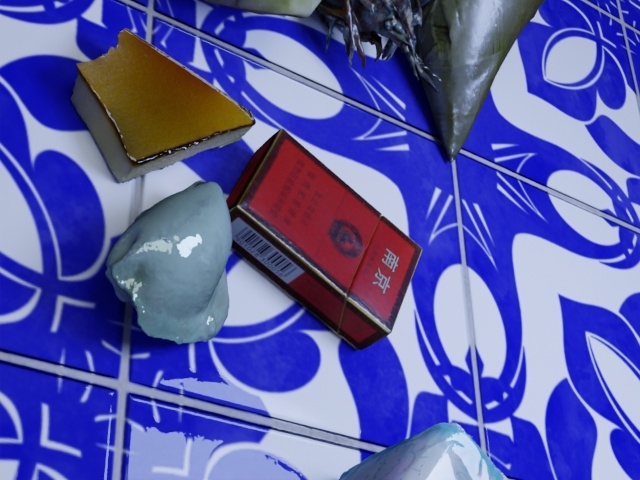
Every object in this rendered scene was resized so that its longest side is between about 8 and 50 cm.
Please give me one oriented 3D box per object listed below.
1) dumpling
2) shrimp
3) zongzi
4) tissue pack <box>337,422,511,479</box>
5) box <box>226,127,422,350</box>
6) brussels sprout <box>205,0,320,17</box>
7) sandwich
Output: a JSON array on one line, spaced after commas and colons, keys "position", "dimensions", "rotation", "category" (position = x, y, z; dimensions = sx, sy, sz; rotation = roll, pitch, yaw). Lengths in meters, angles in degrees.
[{"position": [-0.152, 0.024, 1.175], "dimensions": [0.105, 0.149, 0.217], "rotation": [13, 38, 12], "category": "dumpling"}, {"position": [0.065, -0.343, 1.552], "dimensions": [0.172, 0.137, 0.372], "rotation": [-15, 74, -49], "category": "shrimp"}, {"position": [0.287, -0.343, 1.645], "dimensions": [0.356, 0.174, 0.393], "rotation": [-16, 90, -15], "category": "zongzi"}, {"position": [0.053, 0.319, 1.082], "dimensions": [0.124, 0.201, 0.271], "rotation": [46, 42, -5], "category": "tissue pack"}, {"position": [0.000, -0.001, 1.328], "dimensions": [0.240, 0.074, 0.153], "rotation": [40, 41, -15], "category": "box"}, {"position": [-0.078, -0.448, 1.385], "dimensions": [0.289, 0.281, 0.355], "rotation": [-4, 91, -25], "category": "brussels sprout"}, {"position": [-0.187, -0.166, 1.277], "dimensions": [0.193, 0.058, 0.162], "rotation": [-24, 81, -44], "category": "sandwich"}]
